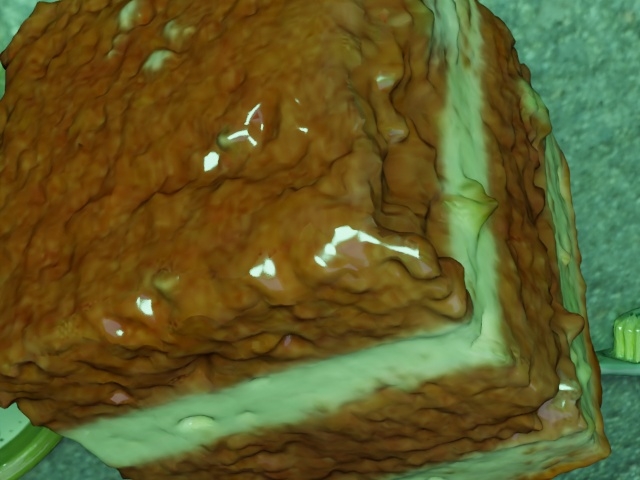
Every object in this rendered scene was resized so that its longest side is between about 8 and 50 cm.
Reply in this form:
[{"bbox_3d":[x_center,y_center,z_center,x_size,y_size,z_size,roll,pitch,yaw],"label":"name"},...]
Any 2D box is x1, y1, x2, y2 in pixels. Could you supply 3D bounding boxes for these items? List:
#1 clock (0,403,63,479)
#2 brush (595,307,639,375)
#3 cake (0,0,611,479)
[{"bbox_3d":[-0.271,0.084,0.941,0.237,0.057,0.237,-13,125,-19],"label":"clock"},{"bbox_3d":[0.251,0.086,1.177,0.296,0.068,0.060,-4,102,-20],"label":"brush"},{"bbox_3d":[0.000,0.000,0.823,0.270,0.270,0.319,-18,142,26],"label":"cake"}]
